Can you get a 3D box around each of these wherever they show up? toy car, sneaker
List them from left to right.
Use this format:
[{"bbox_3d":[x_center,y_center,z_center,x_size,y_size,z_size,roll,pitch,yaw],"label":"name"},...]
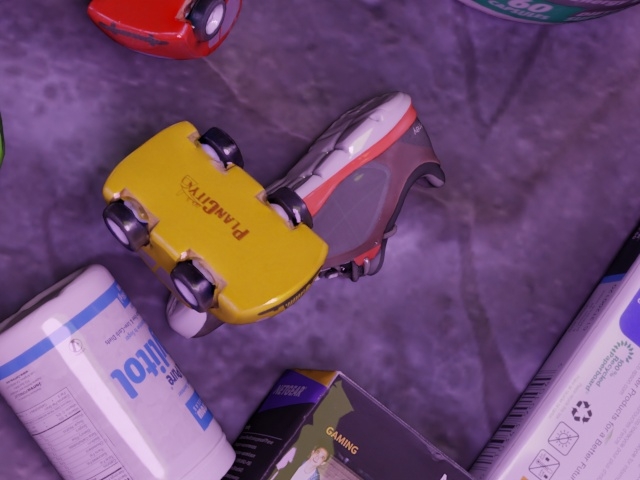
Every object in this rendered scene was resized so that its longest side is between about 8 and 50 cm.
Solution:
[{"bbox_3d":[-0.119,-0.046,0.825,0.225,0.053,0.239,-10,57,-2],"label":"toy car"},{"bbox_3d":[0.000,0.000,0.879,0.158,0.061,0.065,-42,106,-15],"label":"sneaker"}]

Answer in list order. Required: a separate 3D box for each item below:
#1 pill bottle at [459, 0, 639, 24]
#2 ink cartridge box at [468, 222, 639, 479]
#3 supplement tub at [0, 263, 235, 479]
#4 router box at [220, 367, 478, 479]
[{"bbox_3d":[0.158,-0.217,0.783,0.204,0.361,0.204,1,85,-17],"label":"pill bottle"},{"bbox_3d":[0.205,0.102,0.946,0.208,0.045,0.206,39,76,-11],"label":"ink cartridge box"},{"bbox_3d":[-0.094,0.071,0.837,0.071,0.071,0.107,-38,99,-16],"label":"supplement tub"},{"bbox_3d":[0.041,0.244,0.865,0.309,0.081,0.243,40,76,-12],"label":"router box"}]
